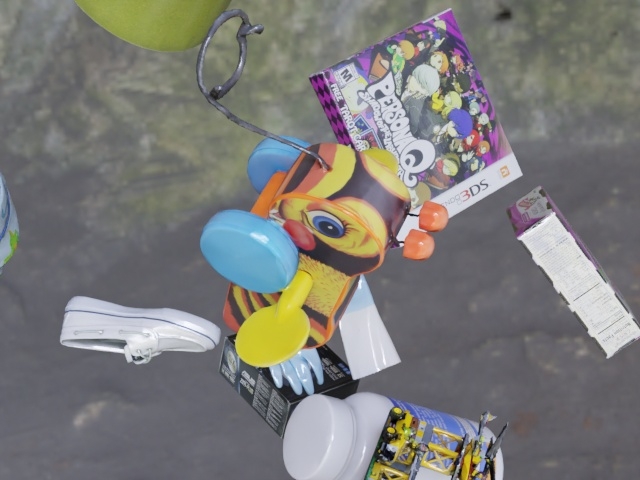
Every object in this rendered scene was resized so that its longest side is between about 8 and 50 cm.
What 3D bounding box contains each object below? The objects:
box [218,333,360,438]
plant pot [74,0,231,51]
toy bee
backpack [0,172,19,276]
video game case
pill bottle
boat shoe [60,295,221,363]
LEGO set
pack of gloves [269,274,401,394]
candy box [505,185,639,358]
[{"bbox_3d":[-0.051,0.216,2.147,0.147,0.078,0.180,-15,42,-36],"label":"box"},{"bbox_3d":[-0.182,-0.452,1.818,0.274,0.275,0.293,-31,-7,-47],"label":"plant pot"},{"bbox_3d":[0.000,0.000,0.915,0.162,0.195,0.298,21,-12,15],"label":"toy bee"},{"bbox_3d":[-0.616,-0.013,1.919,0.355,0.273,0.290,-30,55,-5],"label":"backpack"},{"bbox_3d":[0.119,-0.137,1.624,0.210,0.232,0.042,-29,10,-28],"label":"video game case"},{"bbox_3d":[0.092,0.283,1.745,0.272,0.152,0.152,20,5,-30],"label":"pill bottle"},{"bbox_3d":[-0.255,0.139,1.876,0.226,0.083,0.076,8,62,11],"label":"boat shoe"},{"bbox_3d":[0.120,0.365,1.539,0.192,0.331,0.255,20,26,5],"label":"LEGO set"},{"bbox_3d":[-0.006,0.092,1.874,0.195,0.232,0.046,-18,-11,-27],"label":"pack of gloves"},{"bbox_3d":[0.375,0.044,1.979,0.071,0.233,0.159,-35,13,11],"label":"candy box"}]
